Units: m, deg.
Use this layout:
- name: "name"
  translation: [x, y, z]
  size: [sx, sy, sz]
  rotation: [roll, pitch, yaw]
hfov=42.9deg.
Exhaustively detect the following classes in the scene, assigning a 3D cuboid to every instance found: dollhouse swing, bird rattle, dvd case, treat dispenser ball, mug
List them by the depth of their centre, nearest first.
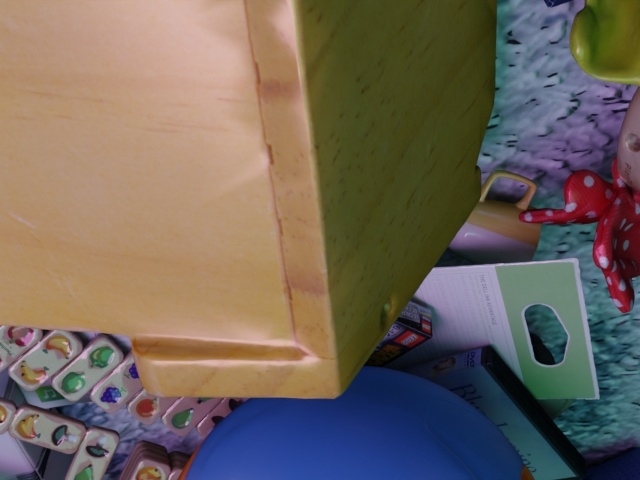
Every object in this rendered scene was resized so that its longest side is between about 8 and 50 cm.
- name: "dollhouse swing"
  translation: [-0.096, -0.132, 0.451]
  size: [0.305, 0.315, 0.346]
  rotation: [11, 126, 27]
- name: "bird rattle"
  translation: [0.259, -0.078, 0.554]
  size: [0.207, 0.143, 0.253]
  rotation: [-23, 130, -18]
- name: "treat dispenser ball"
  translation: [0.026, 0.235, 0.585]
  size: [0.288, 0.288, 0.288]
  rotation: [-3, 130, -3]
- name: "mug"
  translation: [0.135, -0.013, 0.654]
  size: [0.064, 0.078, 0.062]
  rotation: [17, 170, -8]
- name: "dvd case"
  translation: [0.085, 0.183, 0.742]
  size: [0.253, 0.022, 0.180]
  rotation: [-21, 125, 32]

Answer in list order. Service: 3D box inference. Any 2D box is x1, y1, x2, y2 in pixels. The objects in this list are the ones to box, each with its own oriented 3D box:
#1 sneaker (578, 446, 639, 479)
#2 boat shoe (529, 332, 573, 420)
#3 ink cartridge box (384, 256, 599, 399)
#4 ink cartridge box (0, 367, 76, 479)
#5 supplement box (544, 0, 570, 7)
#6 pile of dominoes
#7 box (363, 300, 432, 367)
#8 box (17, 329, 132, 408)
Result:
- name: "sneaker"
  translation: [0.211, 0.309, 0.869]
  size: [0.315, 0.127, 0.182]
  rotation: [-35, 109, 8]
- name: "boat shoe"
  translation: [0.153, 0.174, 0.799]
  size: [0.081, 0.068, 0.228]
  rotation: [8, 139, -31]
- name: "ink cartridge box"
  translation: [0.098, 0.065, 0.672]
  size: [0.235, 0.056, 0.171]
  rotation: [-7, 132, 20]
- name: "ink cartridge box"
  translation: [-0.324, 0.202, 0.763]
  size: [0.153, 0.087, 0.208]
  rotation: [-7, 131, 1]
- name: "supplement box"
  translation: [0.158, -0.192, 0.475]
  size: [0.083, 0.083, 0.056]
  rotation: [-17, 136, 9]
- name: "pile of dominoes"
  translation: [-0.189, 0.176, 0.660]
  size: [0.251, 0.040, 0.196]
  rotation: [24, 98, -22]
- name: "box"
  translation: [0.008, 0.078, 0.641]
  size: [0.094, 0.027, 0.137]
  rotation: [25, 137, -26]
- name: "box"
  translation: [-0.160, 0.000, 0.631]
  size: [0.232, 0.058, 0.322]
  rotation: [-7, 132, 1]
